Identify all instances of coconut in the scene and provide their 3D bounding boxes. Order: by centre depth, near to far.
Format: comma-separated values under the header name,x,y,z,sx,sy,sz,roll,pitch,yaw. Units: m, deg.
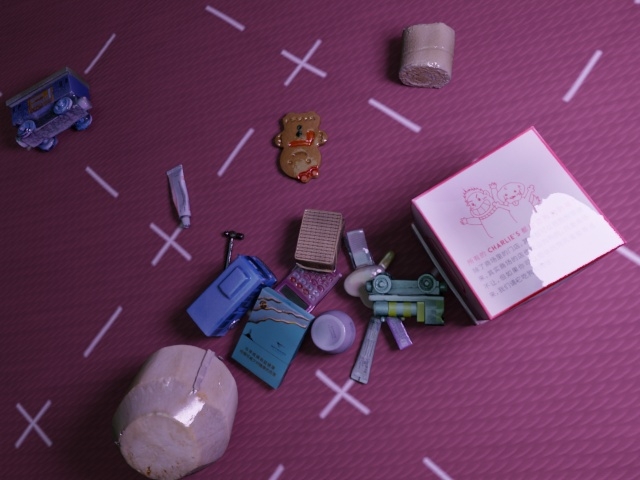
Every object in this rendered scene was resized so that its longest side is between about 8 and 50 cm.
name,x,y,z,sx,sy,sz,roll,pitch,yaw
coconut,-0.363,0.435,1.125,0.322,0.323,0.323,-3,79,13

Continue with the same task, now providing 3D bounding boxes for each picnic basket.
name,x,y,z,sx,sy,sz,roll,pitch,yaw
picnic basket,0.000,0.000,1.200,0.115,0.079,0.164,8,71,10

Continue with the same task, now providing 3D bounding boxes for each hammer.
name,x,y,z,sx,sy,sz,roll,pitch,yaw
hammer,-0.273,0.058,1.303,0.065,0.021,0.179,7,82,14

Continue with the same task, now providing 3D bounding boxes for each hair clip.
name,x,y,z,sx,sy,sz,roll,pitch,yaw
hair clip,0.131,0.075,1.181,0.158,0.071,0.219,-18,80,8

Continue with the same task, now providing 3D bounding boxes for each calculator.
name,x,y,z,sx,sy,sz,roll,pitch,yaw
calculator,-0.040,0.128,1.227,0.126,0.034,0.190,41,85,18

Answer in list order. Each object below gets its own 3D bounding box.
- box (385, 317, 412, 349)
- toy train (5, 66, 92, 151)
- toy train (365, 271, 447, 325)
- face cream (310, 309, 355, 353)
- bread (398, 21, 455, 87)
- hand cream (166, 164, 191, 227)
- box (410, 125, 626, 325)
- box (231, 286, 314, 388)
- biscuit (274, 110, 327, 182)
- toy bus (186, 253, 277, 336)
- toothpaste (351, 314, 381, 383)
name,x,y,z,sx,sy,sz,roll,pitch,yaw
box,0.200,0.224,1.139,0.036,0.050,0.117,-26,76,7
toy train,-0.932,-0.448,1.516,0.299,0.131,0.202,-25,67,7
toy train,0.213,0.144,1.086,0.200,0.083,0.132,-1,87,18
face cream,0.032,0.241,1.148,0.117,0.104,0.117,-3,78,15
bread,0.296,-0.518,1.215,0.148,0.134,0.141,7,81,2
hand cream,-0.446,-0.138,1.381,0.052,0.038,0.216,-12,69,-13
box,0.415,-0.013,1.000,0.314,0.300,0.312,-32,74,6
box,-0.132,0.265,1.188,0.162,0.041,0.229,29,104,17
biscuit,-0.061,-0.282,1.310,0.165,0.036,0.226,2,80,13
toy bus,-0.245,0.152,1.219,0.234,0.133,0.116,-46,72,2
toothpaste,0.129,0.278,1.158,0.048,0.029,0.197,15,86,19
